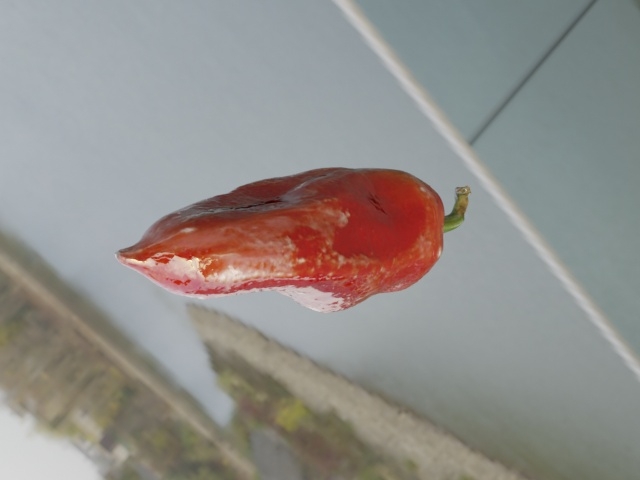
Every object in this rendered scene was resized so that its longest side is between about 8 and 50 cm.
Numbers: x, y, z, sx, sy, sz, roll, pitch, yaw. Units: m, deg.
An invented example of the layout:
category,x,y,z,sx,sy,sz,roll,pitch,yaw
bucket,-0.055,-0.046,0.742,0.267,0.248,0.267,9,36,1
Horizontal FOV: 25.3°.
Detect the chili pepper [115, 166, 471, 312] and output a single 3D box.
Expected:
category,x,y,z,sx,sy,sz,roll,pitch,yaw
chili pepper,0.001,0.001,0.522,0.059,0.050,0.191,30,-156,36
